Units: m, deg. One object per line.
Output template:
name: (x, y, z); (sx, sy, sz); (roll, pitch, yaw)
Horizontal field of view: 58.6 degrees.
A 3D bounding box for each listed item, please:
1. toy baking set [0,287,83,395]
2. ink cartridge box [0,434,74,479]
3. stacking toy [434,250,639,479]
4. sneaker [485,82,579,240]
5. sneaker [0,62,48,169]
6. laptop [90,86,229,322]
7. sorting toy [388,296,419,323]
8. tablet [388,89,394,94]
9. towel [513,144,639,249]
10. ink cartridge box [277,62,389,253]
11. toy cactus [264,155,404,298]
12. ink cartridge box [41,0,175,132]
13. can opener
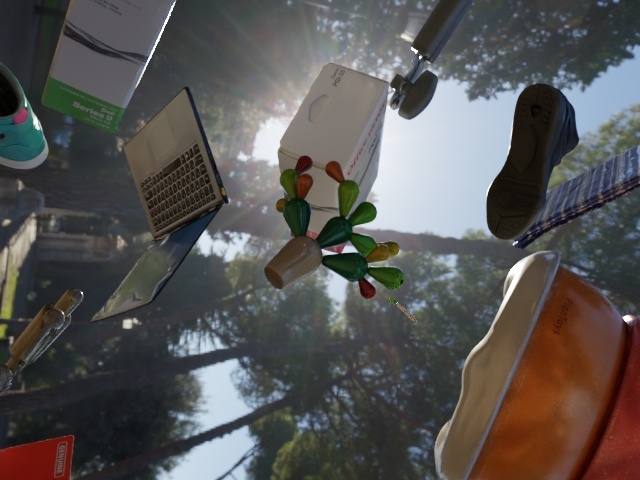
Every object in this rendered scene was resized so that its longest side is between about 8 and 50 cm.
toy baking set: (-0.321, 0.144, 0.528); (0.256, 0.030, 0.197); (-40, -169, 33)
ink cartridge box: (-0.473, 0.389, 0.761); (0.275, 0.238, 0.060); (-110, -166, -48)
stacking toy: (0.414, 0.251, 0.704); (0.479, 0.350, 0.351); (24, -66, 21)
sneaker: (0.321, -0.110, 0.849); (0.087, 0.130, 0.228); (21, -72, 39)
sneaker: (-0.592, -0.231, 0.908); (0.178, 0.295, 0.124); (124, -16, -56)
laptop: (-0.404, -0.066, 1.264); (0.381, 0.236, 0.408); (-19, -90, 50)
sorting toy: (0.185, 0.157, 1.276); (0.083, 0.062, 0.012); (44, -86, 21)
tablet: (0.175, -0.337, 1.255); (0.054, 0.083, 0.006); (-10, -70, 56)
towel: (0.550, -0.102, 1.145); (0.336, 0.243, 0.040); (-31, -84, 35)
ink cartridge box: (0.025, -0.135, 1.020); (0.283, 0.117, 0.207); (87, 27, -63)
toy cactus: (0.000, 0.000, 0.730); (0.219, 0.180, 0.112); (51, -32, 5)
ink cartridge box: (-0.295, -0.336, 0.844); (0.289, 0.121, 0.211); (-40, -144, 46)
can opener: (0.220, -0.366, 1.102); (0.281, 0.093, 0.074); (-61, 165, 11)
